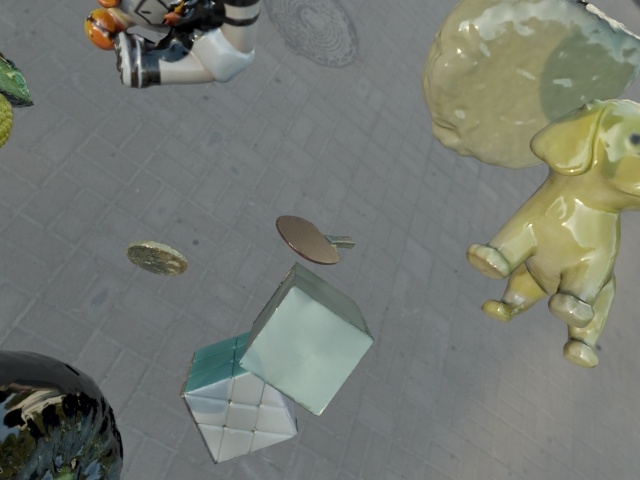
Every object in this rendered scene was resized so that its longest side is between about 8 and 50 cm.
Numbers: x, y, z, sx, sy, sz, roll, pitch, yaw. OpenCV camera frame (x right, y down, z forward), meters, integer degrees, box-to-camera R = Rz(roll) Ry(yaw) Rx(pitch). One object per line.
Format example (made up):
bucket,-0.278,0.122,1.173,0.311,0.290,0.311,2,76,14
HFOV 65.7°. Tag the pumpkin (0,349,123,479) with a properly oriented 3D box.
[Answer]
pumpkin,-0.366,0.265,0.528,0.315,0.238,0.315,-12,90,-80

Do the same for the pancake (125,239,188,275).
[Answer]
pancake,-0.384,0.043,1.154,0.151,0.151,0.025,24,56,-27

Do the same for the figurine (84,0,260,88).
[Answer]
figurine,-0.197,-0.380,0.706,0.196,0.320,0.323,27,40,-57

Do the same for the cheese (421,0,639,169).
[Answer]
cheese,0.327,-0.261,0.793,0.318,0.326,0.115,55,24,-39

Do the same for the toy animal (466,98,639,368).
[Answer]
toy animal,0.223,0.003,0.431,0.168,0.121,0.233,-45,142,-21

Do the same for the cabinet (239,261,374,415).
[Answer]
cabinet,-0.022,0.150,0.816,0.150,0.206,0.145,35,95,-6

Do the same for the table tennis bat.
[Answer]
table tennis bat,0.000,0.000,1.146,0.154,0.021,0.274,51,24,25

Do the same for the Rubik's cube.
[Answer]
Rubik's cube,-0.205,0.394,1.294,0.231,0.225,0.221,-19,106,0

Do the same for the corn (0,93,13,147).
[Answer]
corn,-0.366,-0.073,0.463,0.067,0.067,0.206,34,51,-19

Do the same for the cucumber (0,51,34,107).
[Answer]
cucumber,-0.511,-0.246,0.711,0.115,0.085,0.193,56,10,8
